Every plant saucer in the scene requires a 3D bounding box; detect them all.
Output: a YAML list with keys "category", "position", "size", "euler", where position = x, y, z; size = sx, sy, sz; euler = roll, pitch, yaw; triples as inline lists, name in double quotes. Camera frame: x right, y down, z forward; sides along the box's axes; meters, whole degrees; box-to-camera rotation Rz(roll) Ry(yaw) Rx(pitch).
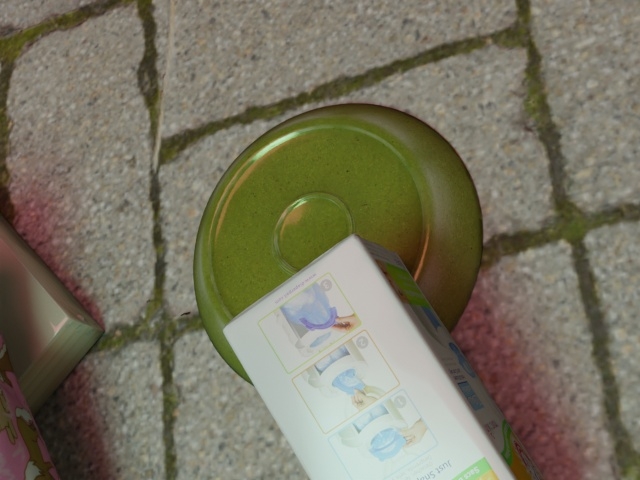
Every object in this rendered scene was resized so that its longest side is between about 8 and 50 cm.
- category: "plant saucer"
  position: [0.000, 0.000, 0.729]
  size: [0.241, 0.037, 0.241]
  euler: [-9, 69, 23]

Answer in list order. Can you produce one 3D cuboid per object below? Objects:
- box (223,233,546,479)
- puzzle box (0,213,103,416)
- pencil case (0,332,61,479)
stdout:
- category: "box"
  position: [0.048, 0.112, 0.602]
  size: [0.103, 0.114, 0.203]
  euler: [-35, 75, 10]
- category: "puzzle box"
  position: [-0.404, 0.055, 0.890]
  size: [0.409, 0.052, 0.272]
  euler: [42, 93, 30]
- category: "pencil case"
  position: [-0.263, 0.162, 0.678]
  size: [0.160, 0.167, 0.386]
  euler: [-28, 79, -6]
